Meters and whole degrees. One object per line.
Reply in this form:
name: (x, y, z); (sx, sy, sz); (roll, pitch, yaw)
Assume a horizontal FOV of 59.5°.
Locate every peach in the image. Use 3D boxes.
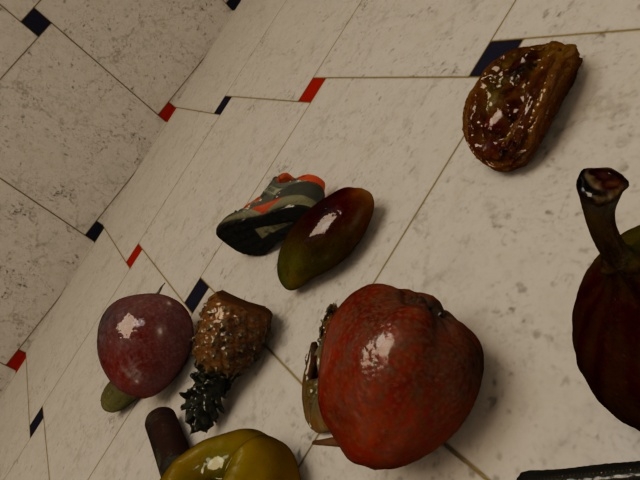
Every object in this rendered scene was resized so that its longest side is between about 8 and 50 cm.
peach: (-0.145, 0.405, 0.861); (0.251, 0.153, 0.251); (-16, 28, 9)

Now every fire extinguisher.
fire extinguisher: (-0.303, 0.444, 1.131); (0.089, 0.072, 0.268); (-49, 31, -5)

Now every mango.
mango: (0.000, 0.000, 1.088); (0.267, 0.111, 0.133); (-46, 45, 26)

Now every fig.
fig: (0.285, 0.040, 0.468); (0.217, 0.321, 0.216); (-38, 31, 28)

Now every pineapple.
pineapple: (-0.200, 0.249, 1.125); (0.158, 0.158, 0.278); (20, 92, 58)

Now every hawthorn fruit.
hawthorn fruit: (0.083, 0.191, 0.729); (0.262, 0.211, 0.210); (-58, 31, 14)

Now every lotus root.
lotus root: (-0.510, 0.382, 1.462); (0.183, 0.077, 0.090); (-39, 36, 28)

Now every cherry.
cherry: (-0.427, 0.233, 1.360); (0.236, 0.213, 0.285); (-20, 54, 51)

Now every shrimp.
shrimp: (0.008, 0.213, 0.959); (0.133, 0.053, 0.235); (127, 151, -46)

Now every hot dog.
hot dog: (0.312, -0.217, 0.876); (0.161, 0.099, 0.226); (7, 70, 56)

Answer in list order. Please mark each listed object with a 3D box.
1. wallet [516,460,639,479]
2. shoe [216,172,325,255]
wallet: (0.301, 0.205, 0.463); (0.250, 0.149, 0.044); (-29, 43, 38)
shoe: (-0.112, -0.079, 1.301); (0.337, 0.132, 0.170); (-16, 45, 44)
